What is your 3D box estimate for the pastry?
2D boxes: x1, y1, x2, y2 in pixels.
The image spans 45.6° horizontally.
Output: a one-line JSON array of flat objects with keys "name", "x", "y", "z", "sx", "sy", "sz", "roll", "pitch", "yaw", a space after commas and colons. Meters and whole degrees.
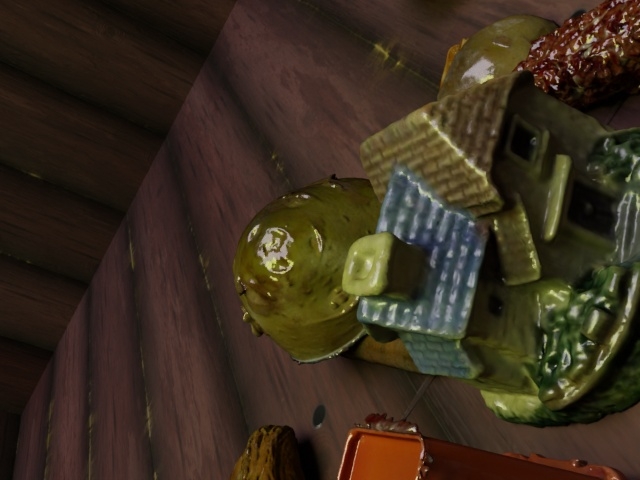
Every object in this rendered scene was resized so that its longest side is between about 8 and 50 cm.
[{"name": "pastry", "x": 0.310, "y": -0.205, "z": 0.847, "sx": 0.209, "sy": 0.097, "sz": 0.115, "roll": -23, "pitch": 55, "yaw": 56}]

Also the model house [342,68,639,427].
[{"name": "model house", "x": 0.176, "y": -0.005, "z": 0.747, "sx": 0.261, "sy": 0.266, "sz": 0.321, "roll": -18, "pitch": 53, "yaw": 62}]

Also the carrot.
[{"name": "carrot", "x": 0.068, "y": 0.141, "z": 1.059, "sx": 0.342, "sy": 0.070, "sz": 0.070, "roll": 5, "pitch": 73, "yaw": 58}]

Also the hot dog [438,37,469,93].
[{"name": "hot dog", "x": 0.210, "y": -0.252, "z": 1.154, "sx": 0.056, "sy": 0.041, "sz": 0.133, "roll": -27, "pitch": 38, "yaw": 53}]

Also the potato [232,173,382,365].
[{"name": "potato", "x": 0.000, "y": 0.000, "z": 1.077, "sx": 0.247, "sy": 0.196, "sz": 0.299, "roll": -9, "pitch": 42, "yaw": 47}]

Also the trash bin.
[{"name": "trash bin", "x": 0.139, "y": 0.241, "z": 0.632, "sx": 0.184, "sy": 0.239, "sz": 0.161, "roll": -14, "pitch": 57, "yaw": 57}]

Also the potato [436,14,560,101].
[{"name": "potato", "x": 0.219, "y": -0.188, "z": 1.003, "sx": 0.261, "sy": 0.100, "sz": 0.120, "roll": -59, "pitch": 26, "yaw": 15}]

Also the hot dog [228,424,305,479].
[{"name": "hot dog", "x": -0.078, "y": 0.380, "z": 1.069, "sx": 0.272, "sy": 0.122, "sz": 0.196, "roll": -106, "pitch": 35, "yaw": -51}]
